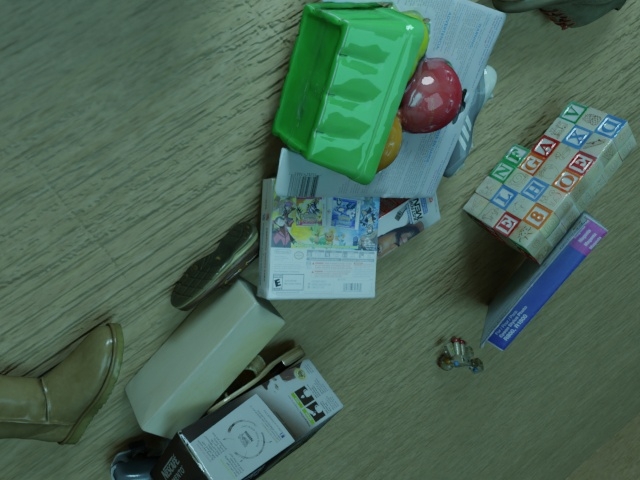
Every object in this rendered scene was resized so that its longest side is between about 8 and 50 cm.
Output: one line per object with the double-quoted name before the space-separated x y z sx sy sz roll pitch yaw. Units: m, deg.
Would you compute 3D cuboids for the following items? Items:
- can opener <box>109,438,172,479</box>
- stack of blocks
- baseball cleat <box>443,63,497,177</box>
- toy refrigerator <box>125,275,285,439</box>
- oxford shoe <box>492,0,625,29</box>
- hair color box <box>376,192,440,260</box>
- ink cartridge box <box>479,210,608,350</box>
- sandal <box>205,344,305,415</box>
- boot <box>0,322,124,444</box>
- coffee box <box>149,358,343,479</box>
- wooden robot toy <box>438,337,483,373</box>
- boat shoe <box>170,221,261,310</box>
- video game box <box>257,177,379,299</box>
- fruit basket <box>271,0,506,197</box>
"can opener" -0.248 0.395 1.091 0.280 0.093 0.074 -7 123 -38
"stack of blocks" 0.449 -0.124 1.171 0.297 0.171 0.087 -52 135 4
"baseball cleat" 0.230 -0.215 1.037 0.109 0.072 0.206 10 109 -25
"toy refrigerator" -0.190 0.192 0.979 0.269 0.102 0.094 -48 135 1
"oxford shoe" 0.422 -0.410 0.993 0.348 0.123 0.130 -20 135 -22
"hair color box" 0.138 -0.041 1.088 0.167 0.053 0.093 -32 134 -12
"ink cartridge box" 0.472 0.080 1.260 0.324 0.071 0.330 -56 171 19
"sandal" -0.134 0.231 1.075 0.240 0.079 0.088 -23 163 -46
"boot" -0.438 0.201 0.818 0.269 0.089 0.236 18 108 -40
"coffee box" -0.124 0.346 1.032 0.297 0.119 0.168 -20 154 -46
"wooden robot toy" 0.330 0.292 1.463 0.079 0.076 0.173 -27 145 33
"boat shoe" -0.157 0.050 0.932 0.178 0.064 0.060 -44 133 -6
"video game box" 0.000 0.000 0.954 0.205 0.048 0.187 3 93 -31
"fruit basket" 0.105 -0.217 0.893 0.353 0.165 0.327 -7 124 -43
